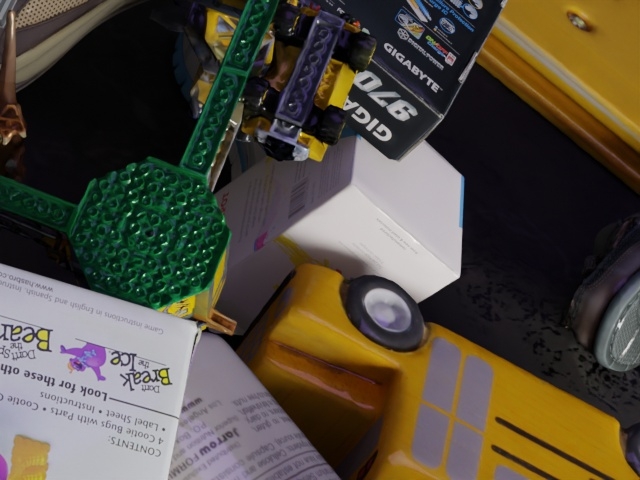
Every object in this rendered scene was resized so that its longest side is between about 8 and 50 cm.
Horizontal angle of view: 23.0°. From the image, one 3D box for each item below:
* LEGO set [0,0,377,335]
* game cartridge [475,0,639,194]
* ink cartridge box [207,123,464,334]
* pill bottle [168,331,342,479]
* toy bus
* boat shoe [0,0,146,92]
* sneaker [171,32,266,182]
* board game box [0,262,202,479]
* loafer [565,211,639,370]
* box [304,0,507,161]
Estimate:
[{"bbox_3d":[-0.149,-0.074,0.719,0.331,0.192,0.255,13,71,-1],"label":"LEGO set"},{"bbox_3d":[0.233,-0.196,1.349,0.285,0.052,0.324,40,36,5],"label":"game cartridge"},{"bbox_3d":[0.000,0.000,0.910,0.090,0.143,0.092,39,35,-25],"label":"ink cartridge box"},{"bbox_3d":[-0.028,0.166,0.718,0.229,0.131,0.131,49,40,15],"label":"pill bottle"},{"bbox_3d":[0.101,0.147,0.853,0.333,0.108,0.130,28,41,-11],"label":"toy bus"},{"bbox_3d":[-0.123,-0.217,0.943,0.132,0.130,0.355,39,64,9],"label":"boat shoe"},{"bbox_3d":[-0.032,-0.090,1.014,0.071,0.083,0.190,-3,52,-36],"label":"sneaker"},{"bbox_3d":[-0.155,0.154,0.551,0.144,0.142,0.275,19,66,-21],"label":"board game box"},{"bbox_3d":[0.227,0.020,1.105,0.084,0.096,0.267,31,27,26],"label":"loafer"},{"bbox_3d":[0.001,-0.172,0.881,0.220,0.051,0.175,38,45,-9],"label":"box"}]
